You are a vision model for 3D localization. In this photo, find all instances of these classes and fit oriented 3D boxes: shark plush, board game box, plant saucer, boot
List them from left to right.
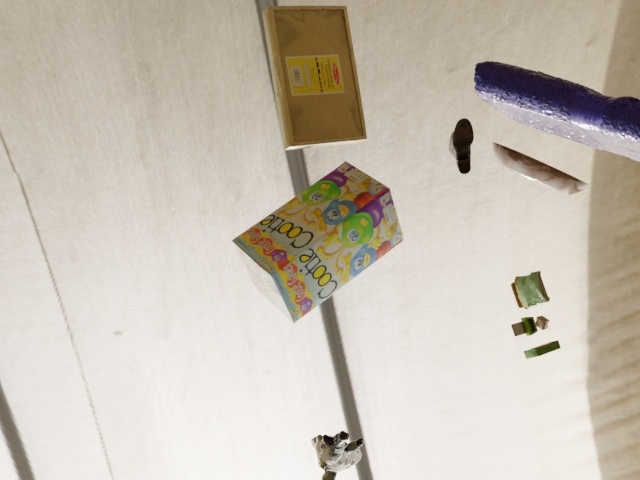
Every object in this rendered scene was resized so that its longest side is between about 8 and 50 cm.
[{"bbox_3d":[0.000,0.000,1.392,0.275,0.142,0.144,-36,-47,-16],"label":"board game box"},{"bbox_3d":[0.025,0.271,0.980,0.067,0.161,0.073,-11,-130,-7],"label":"shark plush"},{"bbox_3d":[0.255,-0.187,1.349,0.037,0.114,0.106,-1,-64,4],"label":"boot"},{"bbox_3d":[0.414,-0.132,1.406,0.199,0.198,0.036,24,-80,-5],"label":"plant saucer"}]

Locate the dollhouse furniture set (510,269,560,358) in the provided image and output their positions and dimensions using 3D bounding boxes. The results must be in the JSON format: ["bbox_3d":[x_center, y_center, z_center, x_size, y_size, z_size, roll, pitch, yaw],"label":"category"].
[{"bbox_3d":[0.383,0.137,1.352,0.059,0.076,0.151,-12,-101,-26],"label":"dollhouse furniture set"}]

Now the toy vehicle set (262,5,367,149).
[{"bbox_3d":[-0.009,-0.312,1.400,0.166,0.035,0.266,-8,-91,-26],"label":"toy vehicle set"}]

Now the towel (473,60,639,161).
[{"bbox_3d":[0.387,-0.178,1.022,0.308,0.228,0.076,26,-82,33],"label":"towel"}]
